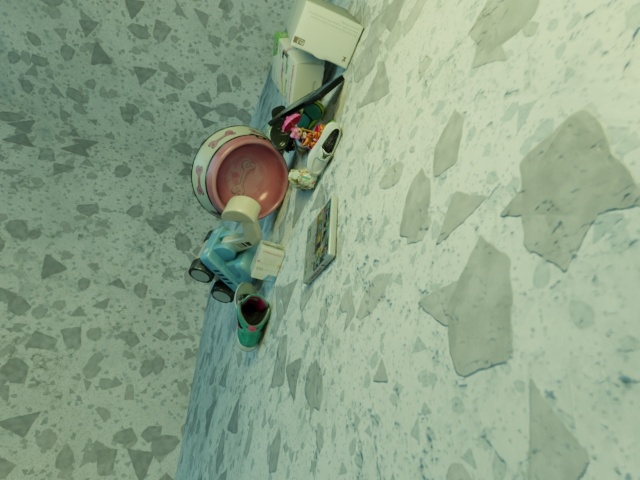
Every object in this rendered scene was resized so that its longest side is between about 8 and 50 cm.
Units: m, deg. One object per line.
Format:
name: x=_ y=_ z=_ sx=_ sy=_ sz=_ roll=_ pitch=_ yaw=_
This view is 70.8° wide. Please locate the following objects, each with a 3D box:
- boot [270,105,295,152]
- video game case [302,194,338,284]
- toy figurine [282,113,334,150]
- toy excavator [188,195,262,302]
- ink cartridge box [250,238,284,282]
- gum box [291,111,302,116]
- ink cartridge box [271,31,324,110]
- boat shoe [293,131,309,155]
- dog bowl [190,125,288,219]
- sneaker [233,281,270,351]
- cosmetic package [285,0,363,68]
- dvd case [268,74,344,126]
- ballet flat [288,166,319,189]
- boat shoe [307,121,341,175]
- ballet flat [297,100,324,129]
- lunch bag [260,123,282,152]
boot: x=-0.141 y=-0.418 z=1.861 sx=0.179 sy=0.085 sz=0.237 roll=65 pitch=-164 yaw=-54
video game case: x=0.000 y=0.000 z=1.283 sx=0.183 sy=0.023 sz=0.201 roll=129 pitch=152 yaw=-51
toy figurine: x=-0.050 y=-0.354 z=1.507 sx=0.130 sy=0.159 sz=0.173 roll=125 pitch=153 yaw=-45
toy excavator: x=-0.330 y=0.028 z=1.809 sx=0.445 sy=0.433 sz=0.222 roll=-13 pitch=41 yaw=32
ink cartridge box: x=-0.197 y=0.069 z=1.688 sx=0.090 sy=0.092 sz=0.143 roll=-119 pitch=49 yaw=-66
gum box: x=-0.089 y=-0.585 z=1.966 sx=0.188 sy=0.062 sz=0.107 roll=-101 pitch=32 yaw=-54
ink cartridge box: x=-0.097 y=-0.672 z=1.789 sx=0.201 sy=0.117 sz=0.278 roll=102 pitch=150 yaw=-45
boat shoe: x=-0.084 y=-0.393 z=1.788 sx=0.183 sy=0.066 sz=0.066 roll=-96 pitch=21 yaw=-57
dog bowl: x=-0.310 y=-0.257 z=1.855 sx=0.150 sy=0.407 sz=0.408 roll=31 pitch=105 yaw=50
sneaker: x=-0.261 y=0.238 z=1.673 sx=0.178 sy=0.123 sz=0.296 roll=116 pitch=152 yaw=-42
cosmetic package: x=0.002 y=-0.774 z=1.627 sx=0.385 sy=0.217 sz=0.156 roll=-104 pitch=35 yaw=-55
dvd case: x=-0.052 y=-0.481 z=1.557 sx=0.253 sy=0.022 sz=0.180 roll=-14 pitch=27 yaw=42
ballet flat: x=-0.071 y=-0.225 z=1.591 sx=0.241 sy=0.077 sz=0.091 roll=-168 pitch=93 yaw=-72
boat shoe: x=0.015 y=-0.282 z=1.426 sx=0.184 sy=0.066 sz=0.063 roll=-56 pitch=22 yaw=20
ballet flat: x=-0.029 y=-0.489 z=1.711 sx=0.077 sy=0.077 sz=0.231 roll=-49 pitch=10 yaw=-18
lunch bag: x=-0.262 y=-0.472 z=2.304 sx=0.279 sy=0.107 sz=0.224 roll=-150 pitch=71 yaw=-73
